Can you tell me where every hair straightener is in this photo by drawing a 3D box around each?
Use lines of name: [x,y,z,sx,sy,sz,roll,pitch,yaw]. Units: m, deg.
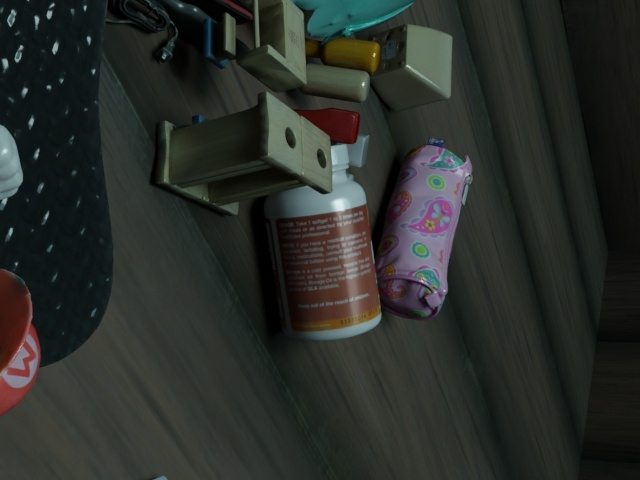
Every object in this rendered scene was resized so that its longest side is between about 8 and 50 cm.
hair straightener: [-0.145,-0.220,0.769,0.230,0.047,0.089,19,69,-59]

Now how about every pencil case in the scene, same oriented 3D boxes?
pencil case: [0.157,-0.020,1.227,0.124,0.124,0.284,58,40,-41]

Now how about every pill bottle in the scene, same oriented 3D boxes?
pill bottle: [0.000,0.000,0.931,0.121,0.121,0.216,-22,107,-60]

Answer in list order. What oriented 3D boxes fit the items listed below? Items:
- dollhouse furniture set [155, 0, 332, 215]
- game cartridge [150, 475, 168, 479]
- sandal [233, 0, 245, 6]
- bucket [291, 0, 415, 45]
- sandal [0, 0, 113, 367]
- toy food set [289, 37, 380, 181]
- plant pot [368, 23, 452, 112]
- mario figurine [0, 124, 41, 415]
dollhouse furniture set: [-0.074,-0.137,0.811,0.129,0.129,0.183,26,57,-58]
game cartridge: [-0.139,0.256,0.717,0.056,0.017,0.083,-2,56,-58]
sandal: [-0.101,-0.319,0.857,0.180,0.072,0.049,32,38,-52]
bucket: [0.042,-0.384,0.918,0.281,0.183,0.281,-15,90,-77]
sandal: [-0.235,-0.126,0.559,0.168,0.107,0.445,-23,119,-61]
toy food set: [0.003,-0.141,1.017,0.111,0.105,0.232,-46,146,-70]
plant pot: [0.131,-0.275,1.234,0.096,0.109,0.108,18,70,-46]
mario figurine: [-0.259,-0.004,0.392,0.198,0.170,0.320,-45,130,-2]
